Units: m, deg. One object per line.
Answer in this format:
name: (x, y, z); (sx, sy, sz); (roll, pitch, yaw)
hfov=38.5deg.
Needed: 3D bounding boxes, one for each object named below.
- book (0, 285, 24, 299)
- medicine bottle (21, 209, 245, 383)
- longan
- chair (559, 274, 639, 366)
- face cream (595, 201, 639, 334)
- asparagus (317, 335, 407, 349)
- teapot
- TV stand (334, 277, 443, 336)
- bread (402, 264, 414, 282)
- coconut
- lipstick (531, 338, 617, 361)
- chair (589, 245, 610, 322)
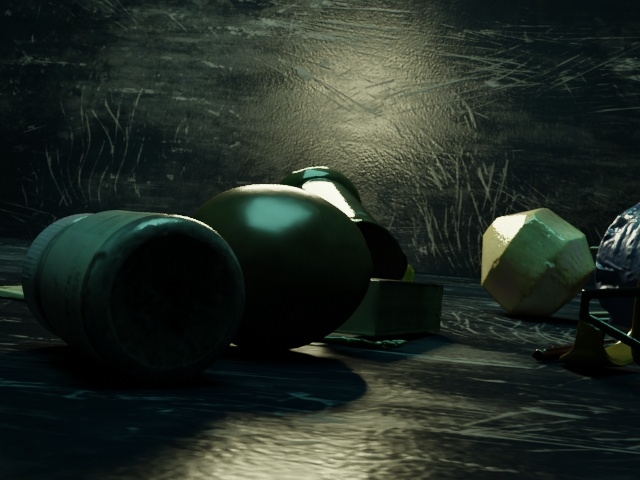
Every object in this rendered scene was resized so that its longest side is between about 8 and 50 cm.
book: (-0.461, 0.089, 1.566); (0.127, 0.014, 0.182); (5, 2, 31)
medicine bottle: (-0.206, 0.050, 0.965); (0.165, 0.165, 0.273); (4, 0, -31)
longan: (-0.068, 0.029, 1.149); (0.246, 0.215, 0.246); (28, 8, -5)
chair: (0.426, 0.103, 1.131); (0.159, 0.172, 0.247); (2, 10, -43)
face cream: (0.587, 0.058, 1.435); (0.249, 0.248, 0.225); (4, -1, -27)
asparagus: (0.035, 0.136, 1.232); (0.163, 0.016, 0.016); (5, -25, 2)
teapot: (0.000, 0.000, 1.710); (0.271, 0.200, 0.337); (5, 19, -17)
TV stand: (0.098, 0.097, 1.364); (0.088, 0.082, 0.269); (2, -4, 26)
bread: (0.139, 0.086, 1.771); (0.103, 0.110, 0.156); (11, 4, 4)
coconut: (0.428, 0.043, 1.877); (0.237, 0.236, 0.197); (5, 5, 28)
lipstick: (0.357, 0.154, 1.278); (0.177, 0.027, 0.027); (2, 3, -41)
chair: (0.701, 0.094, 1.901); (0.272, 0.166, 0.188); (5, 0, 9)
